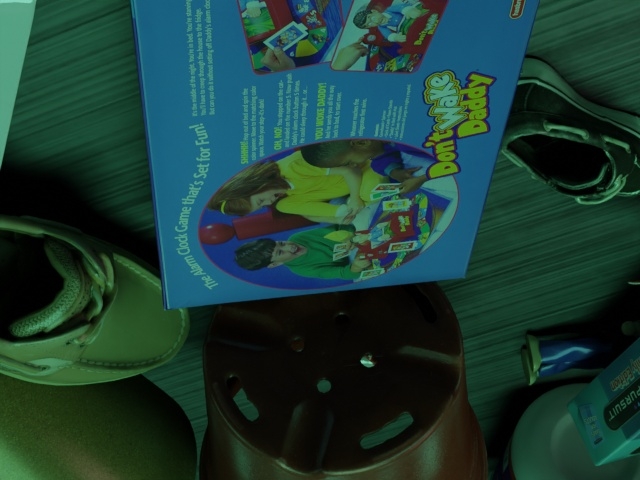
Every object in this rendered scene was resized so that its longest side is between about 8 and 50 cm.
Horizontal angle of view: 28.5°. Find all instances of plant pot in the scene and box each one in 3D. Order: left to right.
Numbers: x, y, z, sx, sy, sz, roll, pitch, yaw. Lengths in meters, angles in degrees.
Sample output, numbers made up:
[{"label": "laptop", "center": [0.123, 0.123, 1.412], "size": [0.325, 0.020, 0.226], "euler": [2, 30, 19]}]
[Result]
[{"label": "plant pot", "center": [-0.269, 0.158, 1.078], "size": [0.237, 0.237, 0.254], "euler": [-18, 137, 15]}, {"label": "plant pot", "center": [0.016, 0.146, 1.069], "size": [0.272, 0.272, 0.265], "euler": [-9, 151, -3]}]

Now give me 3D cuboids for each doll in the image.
[{"label": "doll", "center": [0.313, 0.113, 1.337], "size": [0.189, 0.046, 0.129], "euler": [-8, 152, -3]}]

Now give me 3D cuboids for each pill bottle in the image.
[{"label": "pill bottle", "center": [0.302, 0.314, 1.554], "size": [0.181, 0.181, 0.323], "euler": [-7, 151, -6]}]

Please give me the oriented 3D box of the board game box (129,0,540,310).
[{"label": "board game box", "center": [0.000, -0.084, 0.827], "size": [0.233, 0.078, 0.347], "euler": [-6, 147, -8]}]

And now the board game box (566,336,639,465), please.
[{"label": "board game box", "center": [0.460, 0.117, 1.298], "size": [0.336, 0.079, 0.254], "euler": [-11, 153, -23]}]

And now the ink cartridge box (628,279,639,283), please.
[{"label": "ink cartridge box", "center": [0.485, -0.036, 1.035], "size": [0.385, 0.091, 0.308], "euler": [-11, 175, 37]}]

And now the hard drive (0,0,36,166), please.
[{"label": "hard drive", "center": [-0.334, -0.097, 0.698], "size": [0.318, 0.040, 0.210], "euler": [2, 149, -21]}]

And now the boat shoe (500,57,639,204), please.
[{"label": "boat shoe", "center": [0.195, -0.063, 0.957], "size": [0.078, 0.070, 0.219], "euler": [-32, 145, 34]}]

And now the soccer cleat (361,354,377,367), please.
[{"label": "soccer cleat", "center": [0.036, 0.115, 1.274], "size": [0.083, 0.029, 0.035], "euler": [6, 156, -21]}]

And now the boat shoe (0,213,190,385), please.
[{"label": "boat shoe", "center": [-0.208, 0.045, 0.921], "size": [0.110, 0.121, 0.341], "euler": [6, 173, 40]}]
